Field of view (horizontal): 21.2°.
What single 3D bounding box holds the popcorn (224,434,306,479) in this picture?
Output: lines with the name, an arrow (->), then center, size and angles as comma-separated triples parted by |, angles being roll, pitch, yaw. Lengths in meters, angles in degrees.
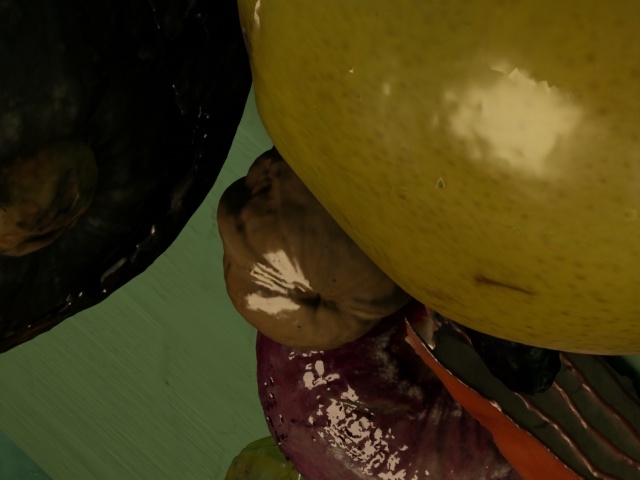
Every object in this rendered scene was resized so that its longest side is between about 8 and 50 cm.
popcorn -> 0.013, 0.289, 1.616 | 0.286, 0.215, 0.252 | -2, 107, 68

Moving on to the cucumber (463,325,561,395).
cucumber -> 0.098, -0.027, 1.042 | 0.072, 0.081, 0.303 | -11, 129, 11

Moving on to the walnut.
walnut -> 0.000, 0.000, 1.178 | 0.149, 0.166, 0.166 | 20, 159, -6

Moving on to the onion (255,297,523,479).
onion -> 0.033, 0.139, 1.372 | 0.267, 0.159, 0.348 | 48, 158, 0

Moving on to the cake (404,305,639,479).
cake -> 0.167, 0.111, 1.169 | 0.287, 0.098, 0.135 | 47, 160, -16

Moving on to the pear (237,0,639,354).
pear -> 0.136, -0.069, 0.656 | 0.336, 0.285, 0.285 | 40, 158, 22

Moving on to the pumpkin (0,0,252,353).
pumpkin -> -0.247, -0.115, 1.021 | 0.344, 0.454, 0.454 | 40, 160, 41
